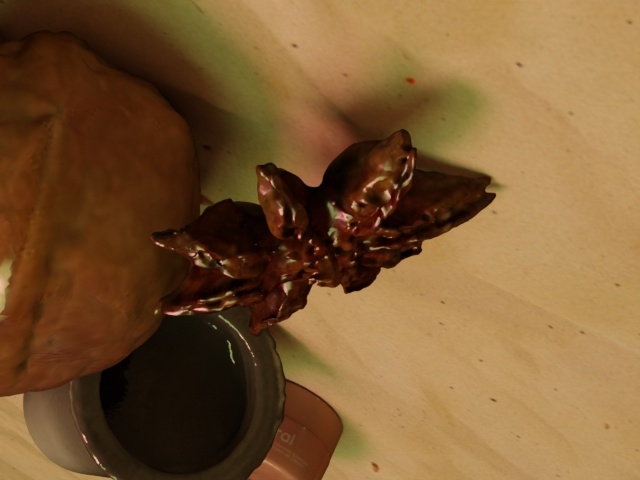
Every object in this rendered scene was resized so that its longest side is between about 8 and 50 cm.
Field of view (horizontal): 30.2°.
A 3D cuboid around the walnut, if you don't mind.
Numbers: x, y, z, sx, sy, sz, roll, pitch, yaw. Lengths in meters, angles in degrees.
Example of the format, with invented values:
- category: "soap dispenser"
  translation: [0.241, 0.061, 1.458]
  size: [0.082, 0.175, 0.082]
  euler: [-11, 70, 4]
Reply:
- category: "walnut"
  translation: [-0.251, -0.025, 1.012]
  size: [0.306, 0.306, 0.344]
  euler: [33, 149, -9]

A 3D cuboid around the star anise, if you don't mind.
- category: "star anise"
  translation: [0.001, 0.000, 0.957]
  size: [0.288, 0.088, 0.288]
  euler: [-19, 158, -8]

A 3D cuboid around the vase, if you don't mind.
- category: "vase"
  translation: [-0.206, 0.176, 1.345]
  size: [0.245, 0.245, 0.291]
  euler: [38, 155, -17]

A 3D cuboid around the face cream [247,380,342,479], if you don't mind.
- category: "face cream"
  translation: [-0.060, 0.244, 1.426]
  size: [0.149, 0.104, 0.149]
  euler: [19, 147, 13]
